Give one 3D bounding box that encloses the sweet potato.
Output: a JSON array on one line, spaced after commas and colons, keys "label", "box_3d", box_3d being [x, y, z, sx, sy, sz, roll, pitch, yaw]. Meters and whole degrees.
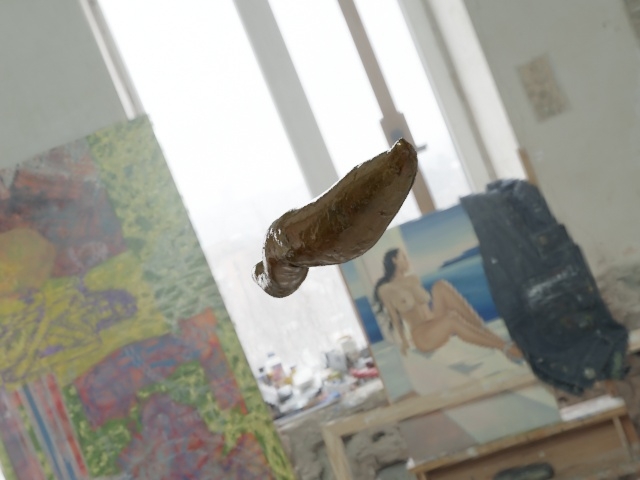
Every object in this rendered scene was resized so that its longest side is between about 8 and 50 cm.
[{"label": "sweet potato", "box_3d": [-0.004, -0.002, 0.434, 0.044, 0.044, 0.179, -24, -10, -34]}]
